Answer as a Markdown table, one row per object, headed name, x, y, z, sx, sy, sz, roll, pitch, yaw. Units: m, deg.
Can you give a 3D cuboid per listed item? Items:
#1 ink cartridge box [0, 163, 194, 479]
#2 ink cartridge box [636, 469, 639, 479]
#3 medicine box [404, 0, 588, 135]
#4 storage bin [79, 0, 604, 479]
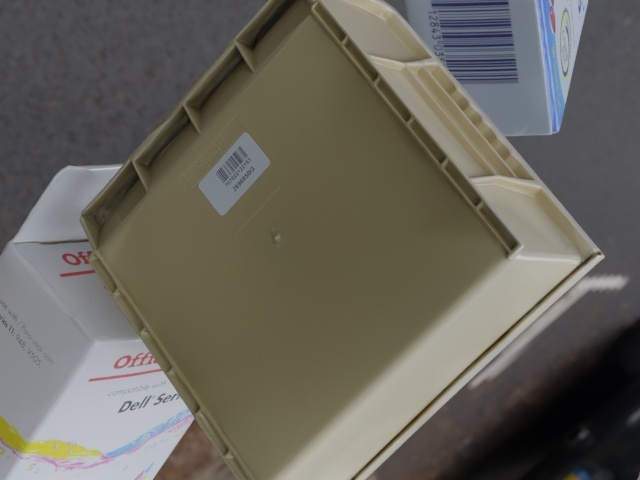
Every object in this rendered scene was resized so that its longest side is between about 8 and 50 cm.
| name | x | y | z | sx | sy | sz | roll | pitch | yaw |
| --- | --- | --- | --- | --- | --- | --- | --- | --- | --- |
| ink cartridge box | -0.188 | 0.106 | 1.259 | 0.207 | 0.119 | 0.353 | -6 | 136 | -54 |
| ink cartridge box | 0.287 | 0.135 | 0.643 | 0.306 | 0.226 | 0.131 | 34 | 75 | -55 |
| medicine box | 0.193 | -0.301 | 1.702 | 0.289 | 0.149 | 0.263 | -70 | 154 | -44 |
| storage bin | 0.000 | 0.000 | 1.084 | 0.262 | 0.260 | 0.123 | -46 | 157 | 22 |
